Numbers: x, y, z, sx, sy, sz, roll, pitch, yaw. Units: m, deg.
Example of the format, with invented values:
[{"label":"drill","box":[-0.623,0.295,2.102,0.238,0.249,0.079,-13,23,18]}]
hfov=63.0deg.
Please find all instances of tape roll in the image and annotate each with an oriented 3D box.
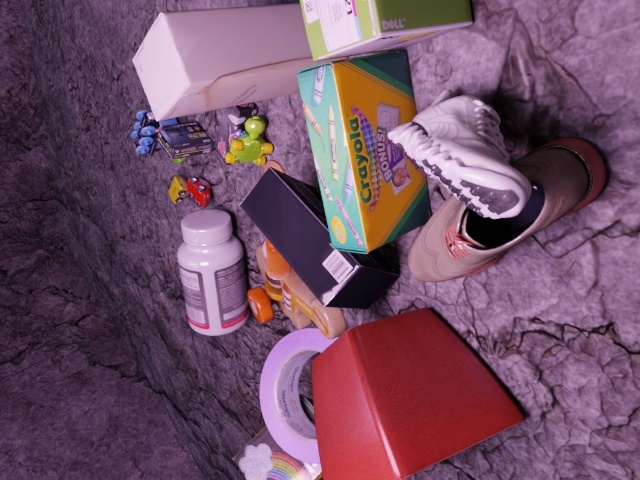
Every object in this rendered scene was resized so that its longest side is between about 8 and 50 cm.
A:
[{"label":"tape roll","box":[0.001,0.328,1.128,0.275,0.090,0.275,-6,79,32]}]

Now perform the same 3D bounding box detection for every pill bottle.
[{"label":"pill bottle","box":[-0.294,0.085,1.428,0.176,0.176,0.318,28,130,43]}]

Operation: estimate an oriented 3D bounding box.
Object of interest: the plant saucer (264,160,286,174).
[{"label":"plant saucer","box":[-0.104,-0.140,1.190,0.083,0.013,0.083,31,132,41]}]

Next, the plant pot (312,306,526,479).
[{"label":"plant pot","box":[0.128,0.271,0.912,0.235,0.267,0.267,66,147,22]}]

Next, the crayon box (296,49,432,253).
[{"label":"crayon box","box":[0.075,-0.138,0.812,0.081,0.165,0.278,6,114,48]}]

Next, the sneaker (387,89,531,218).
[{"label":"sneaker","box":[0.178,-0.121,0.647,0.110,0.118,0.292,40,-168,-25]}]

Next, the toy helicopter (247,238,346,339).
[{"label":"toy helicopter","box":[-0.049,0.088,1.068,0.355,0.140,0.235,29,136,58]}]

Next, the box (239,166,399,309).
[{"label":"box","box":[0.000,0.000,0.964,0.103,0.184,0.261,-50,63,16]}]

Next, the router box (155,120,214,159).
[{"label":"router box","box":[-0.355,-0.262,1.361,0.092,0.122,0.038,50,138,23]}]

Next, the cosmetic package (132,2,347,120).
[{"label":"cosmetic package","box":[-0.127,-0.302,0.868,0.160,0.309,0.113,-15,97,56]}]

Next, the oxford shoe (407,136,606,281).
[{"label":"oxford shoe","box":[0.210,-0.021,0.730,0.123,0.130,0.348,58,144,13]}]

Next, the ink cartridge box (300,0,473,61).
[{"label":"ink cartridge box","box":[0.124,-0.303,0.635,0.255,0.189,0.097,6,113,52]}]

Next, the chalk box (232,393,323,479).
[{"label":"chalk box","box":[-0.026,0.503,1.260,0.180,0.289,0.179,45,173,32]}]

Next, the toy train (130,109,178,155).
[{"label":"toy train","box":[-0.485,-0.315,1.522,0.184,0.105,0.080,-43,65,53]}]

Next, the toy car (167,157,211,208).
[{"label":"toy car","box":[-0.387,-0.211,1.497,0.239,0.053,0.225,10,116,50]}]

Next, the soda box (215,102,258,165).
[{"label":"soda box","box":[-0.197,-0.256,1.214,0.060,0.053,0.169,52,143,21]}]

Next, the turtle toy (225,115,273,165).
[{"label":"turtle toy","box":[-0.157,-0.220,1.160,0.130,0.095,0.066,-47,49,52]}]
